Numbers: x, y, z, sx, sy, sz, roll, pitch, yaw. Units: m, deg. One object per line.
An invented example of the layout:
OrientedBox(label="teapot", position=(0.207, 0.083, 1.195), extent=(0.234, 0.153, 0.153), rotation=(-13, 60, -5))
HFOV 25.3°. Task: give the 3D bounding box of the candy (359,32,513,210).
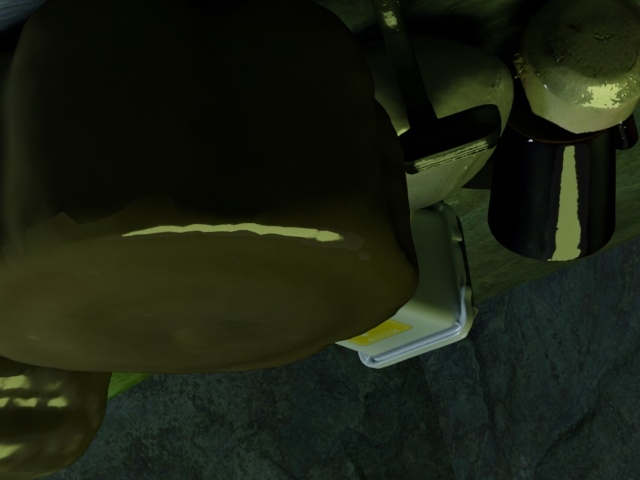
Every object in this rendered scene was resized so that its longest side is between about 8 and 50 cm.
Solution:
OrientedBox(label="candy", position=(0.103, -0.133, 1.699), extent=(0.295, 0.185, 0.295), rotation=(-10, 169, -2))

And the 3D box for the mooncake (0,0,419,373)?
OrientedBox(label="mooncake", position=(-0.139, -0.039, 1.369), extent=(0.466, 0.262, 0.467), rotation=(-4, 155, -2))

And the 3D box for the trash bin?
OrientedBox(label="trash bin", position=(0.063, 0.034, 2.399), extent=(0.255, 0.296, 0.367), rotation=(-23, 154, 38))

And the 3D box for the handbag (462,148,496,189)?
OrientedBox(label="handbag", position=(0.245, -0.138, 2.025), extent=(0.253, 0.093, 0.308), rotation=(-7, 170, 36))

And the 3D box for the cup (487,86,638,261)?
OrientedBox(label="cup", position=(0.310, -0.115, 1.840), extent=(0.166, 0.177, 0.239), rotation=(11, -139, 19))

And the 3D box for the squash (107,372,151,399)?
OrientedBox(label="squash", position=(-0.270, 0.063, 1.925), extent=(0.263, 0.263, 0.384), rotation=(-8, 166, -39))

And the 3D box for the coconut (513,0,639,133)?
OrientedBox(label="coconut", position=(0.308, -0.208, 1.689), extent=(0.170, 0.171, 0.183), rotation=(-15, 167, -6))

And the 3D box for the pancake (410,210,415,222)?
OrientedBox(label="pancake", position=(-0.002, -0.001, 1.926), extent=(0.356, 0.065, 0.356), rotation=(-39, -159, 18))

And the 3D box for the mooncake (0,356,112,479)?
OrientedBox(label="mooncake", position=(-0.427, 0.116, 1.711), extent=(0.378, 0.379, 0.200), rotation=(-25, 161, 39))

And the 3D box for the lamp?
OrientedBox(label="lamp", position=(0.138, -0.211, 1.442), extent=(0.203, 0.124, 0.283), rotation=(-16, 126, 9))
